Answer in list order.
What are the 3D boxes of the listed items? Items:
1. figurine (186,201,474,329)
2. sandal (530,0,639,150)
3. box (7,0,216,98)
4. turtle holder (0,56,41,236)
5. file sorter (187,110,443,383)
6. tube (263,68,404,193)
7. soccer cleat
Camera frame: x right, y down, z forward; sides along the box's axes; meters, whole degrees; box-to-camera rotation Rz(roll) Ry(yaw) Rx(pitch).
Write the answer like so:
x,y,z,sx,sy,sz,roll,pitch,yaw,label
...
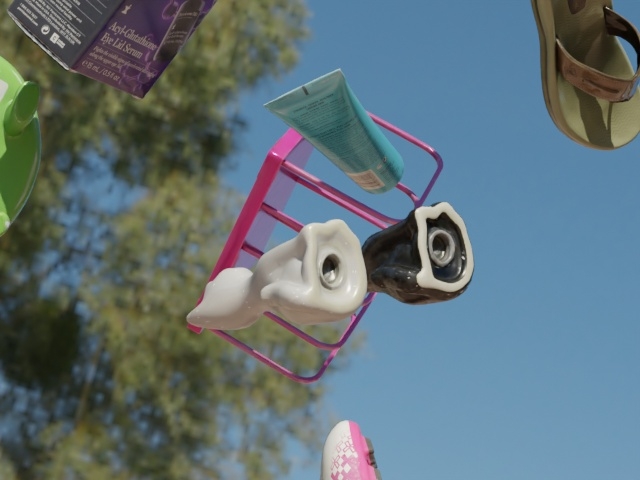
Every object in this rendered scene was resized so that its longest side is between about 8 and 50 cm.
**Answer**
x,y,z,sx,sy,sz,roll,pitch,yaw,label
0.001,0.040,1.577,0.215,0.092,0.209,-9,-7,-38,figurine
0.302,-0.206,1.815,0.086,0.120,0.303,32,-22,41,sandal
-0.193,-0.268,1.708,0.108,0.207,0.153,43,11,22,box
-0.436,-0.062,1.828,0.243,0.320,0.227,-1,-4,-17,turtle holder
0.000,0.000,2.027,0.182,0.202,0.290,30,-54,4,file sorter
0.022,-0.105,1.617,0.080,0.052,0.207,-29,-28,11,tube
0.012,0.362,1.797,0.143,0.331,0.116,-9,-17,1,soccer cleat
